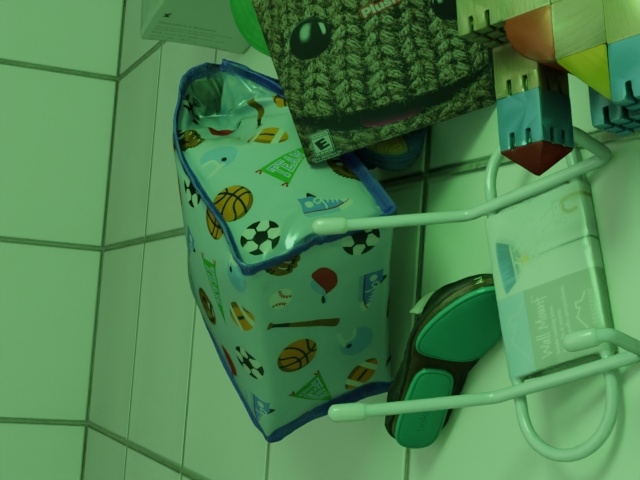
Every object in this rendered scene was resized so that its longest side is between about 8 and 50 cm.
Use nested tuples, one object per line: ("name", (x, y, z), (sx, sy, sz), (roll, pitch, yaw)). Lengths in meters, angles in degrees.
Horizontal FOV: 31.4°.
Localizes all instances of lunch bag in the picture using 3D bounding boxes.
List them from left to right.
("lunch bag", (-0.065, -0.008, 1.452), (0.385, 0.239, 0.328), (52, 153, 42))

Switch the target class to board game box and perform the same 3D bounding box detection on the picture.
("board game box", (0.046, -0.261, 1.238), (0.291, 0.232, 0.141), (69, -178, -46))

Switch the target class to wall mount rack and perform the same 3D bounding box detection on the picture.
("wall mount rack", (0.150, 0.044, 1.102), (0.304, 0.130, 0.350), (-24, 59, 37))

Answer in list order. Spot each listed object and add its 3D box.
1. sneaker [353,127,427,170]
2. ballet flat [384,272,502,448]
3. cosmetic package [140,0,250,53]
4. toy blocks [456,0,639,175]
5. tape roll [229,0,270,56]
("sneaker", (0.065, -0.134, 1.522), (0.296, 0.112, 0.131), (-127, 30, -62))
("ballet flat", (0.132, 0.115, 1.274), (0.096, 0.095, 0.280), (-96, 24, -48))
("cosmetic package", (-0.174, -0.482, 2.024), (0.385, 0.217, 0.156), (151, 121, -66))
("toy blocks", (0.252, -0.206, 0.918), (0.381, 0.190, 0.261), (-13, 75, 44))
("tape roll", (0.008, -0.395, 1.570), (0.321, 0.077, 0.321), (-12, 72, 40))
